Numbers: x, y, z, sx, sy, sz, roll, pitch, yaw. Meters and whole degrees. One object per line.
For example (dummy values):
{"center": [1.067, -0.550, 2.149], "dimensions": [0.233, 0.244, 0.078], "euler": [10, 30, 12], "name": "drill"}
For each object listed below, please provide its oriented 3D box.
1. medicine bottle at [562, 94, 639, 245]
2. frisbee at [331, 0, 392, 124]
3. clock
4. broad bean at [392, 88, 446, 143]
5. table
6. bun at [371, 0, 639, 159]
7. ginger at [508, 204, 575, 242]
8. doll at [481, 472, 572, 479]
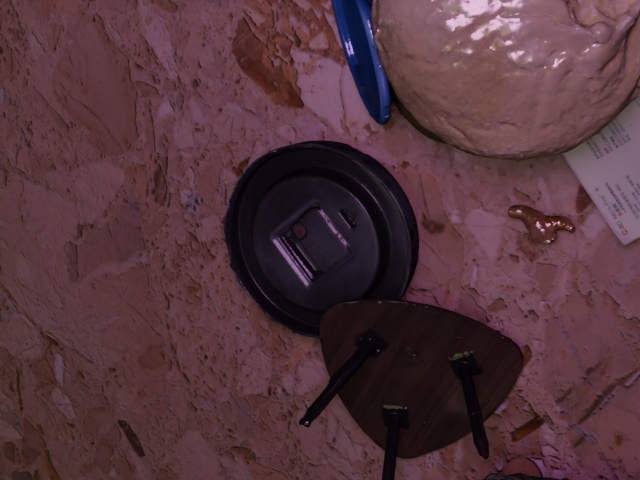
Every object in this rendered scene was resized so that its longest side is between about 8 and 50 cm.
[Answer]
{"center": [0.420, -0.115, 1.150], "dimensions": [0.171, 0.052, 0.201], "euler": [-35, 90, 30], "name": "medicine bottle"}
{"center": [0.064, -0.279, 1.191], "dimensions": [0.045, 0.242, 0.242], "euler": [-19, 98, -4], "name": "frisbee"}
{"center": [0.000, 0.000, 1.384], "dimensions": [0.325, 0.067, 0.325], "euler": [8, 109, 23], "name": "clock"}
{"center": [0.172, -0.255, 1.205], "dimensions": [0.189, 0.121, 0.263], "euler": [-17, 83, 34], "name": "broad bean"}
{"center": [0.102, 0.258, 1.268], "dimensions": [0.317, 0.249, 0.317], "euler": [7, 119, 12], "name": "table"}
{"center": [0.246, -0.274, 1.022], "dimensions": [0.353, 0.227, 0.348], "euler": [13, 84, -13], "name": "bun"}
{"center": [0.314, -0.019, 1.246], "dimensions": [0.097, 0.030, 0.048], "euler": [18, 85, 18], "name": "ginger"}
{"center": [0.375, 0.469, 1.263], "dimensions": [0.350, 0.247, 0.247], "euler": [17, 113, 31], "name": "doll"}
